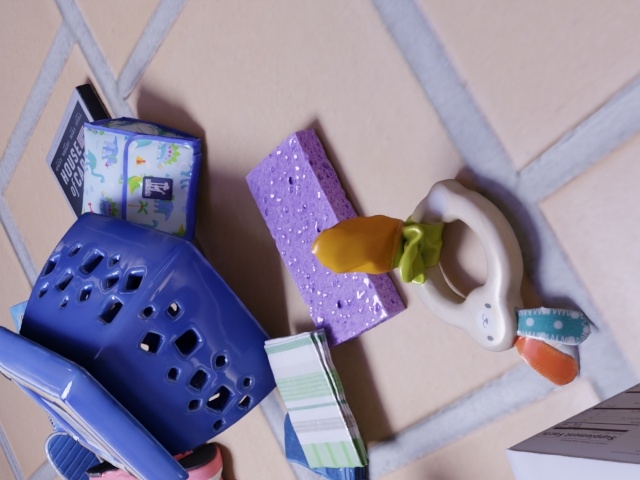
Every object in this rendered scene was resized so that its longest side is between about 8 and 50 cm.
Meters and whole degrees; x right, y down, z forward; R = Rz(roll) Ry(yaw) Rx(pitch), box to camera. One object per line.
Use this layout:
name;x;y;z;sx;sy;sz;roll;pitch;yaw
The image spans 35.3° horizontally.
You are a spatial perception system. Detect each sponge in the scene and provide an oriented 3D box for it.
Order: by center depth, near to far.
sponge;0.000;0.000;1.038;0.117;0.031;0.210;-38;75;52

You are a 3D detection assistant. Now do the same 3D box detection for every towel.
towel;-0.004;0.171;1.081;0.113;0.023;0.152;-19;92;57
towel;0.003;0.237;1.139;0.119;0.029;0.067;18;118;47

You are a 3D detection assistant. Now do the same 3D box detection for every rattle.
rattle;0.112;0.047;0.837;0.130;0.142;0.200;-45;62;30

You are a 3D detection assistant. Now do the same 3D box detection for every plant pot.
plant pot;-0.215;0.129;1.144;0.236;0.212;0.236;13;146;46

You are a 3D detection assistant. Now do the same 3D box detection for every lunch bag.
lunch bag;-0.212;-0.075;1.220;0.151;0.096;0.129;15;110;26

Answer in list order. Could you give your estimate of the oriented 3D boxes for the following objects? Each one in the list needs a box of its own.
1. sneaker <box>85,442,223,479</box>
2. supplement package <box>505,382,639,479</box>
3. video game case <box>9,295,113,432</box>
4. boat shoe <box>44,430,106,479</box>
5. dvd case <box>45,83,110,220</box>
sneaker;-0.233;0.367;1.422;0.314;0.116;0.136;-13;96;53
supplement package;0.274;0.240;0.674;0.204;0.145;0.262;-18;90;66
video game case;-0.383;0.194;1.578;0.269;0.061;0.244;-18;90;53
boat shoe;-0.368;0.357;1.570;0.066;0.066;0.183;10;146;55
dvd case;-0.298;-0.068;1.384;0.239;0.029;0.179;58;141;15
